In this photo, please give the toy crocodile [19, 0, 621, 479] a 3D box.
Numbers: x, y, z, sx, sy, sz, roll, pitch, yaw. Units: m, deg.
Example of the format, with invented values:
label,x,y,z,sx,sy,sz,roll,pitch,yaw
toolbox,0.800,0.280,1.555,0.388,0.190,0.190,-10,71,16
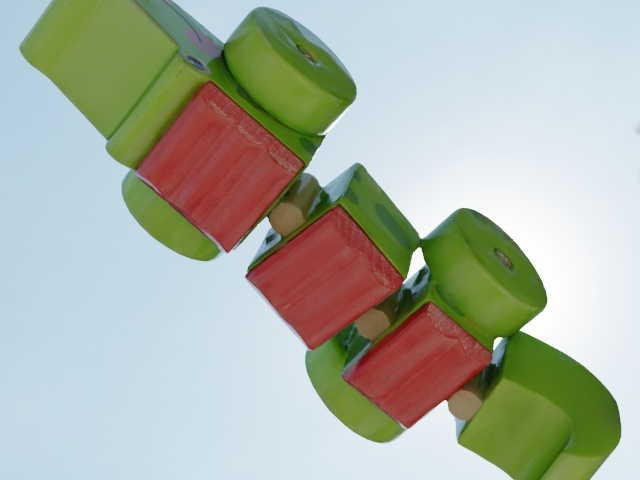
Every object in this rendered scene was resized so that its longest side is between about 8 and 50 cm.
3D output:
label,x,y,z,sx,sy,sz,roll,pitch,yaw
toy crocodile,0.000,0.000,0.634,0.340,0.105,0.115,44,-68,-6
